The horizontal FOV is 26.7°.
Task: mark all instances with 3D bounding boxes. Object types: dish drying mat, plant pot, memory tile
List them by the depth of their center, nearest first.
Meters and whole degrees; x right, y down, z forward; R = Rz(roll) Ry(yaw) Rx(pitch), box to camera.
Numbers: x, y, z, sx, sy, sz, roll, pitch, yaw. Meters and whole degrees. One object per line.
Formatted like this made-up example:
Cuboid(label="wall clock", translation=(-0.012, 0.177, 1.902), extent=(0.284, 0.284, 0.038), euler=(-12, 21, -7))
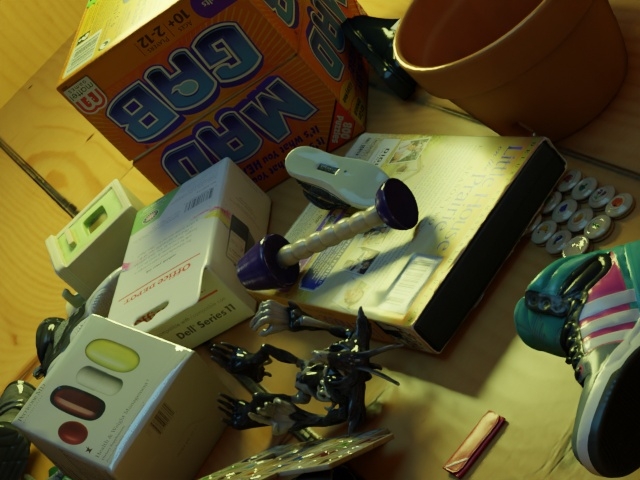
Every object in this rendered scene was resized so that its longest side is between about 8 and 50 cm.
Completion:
Cuboid(label="dish drying mat", translation=(0.168, 0.222, 1.477), extent=(0.083, 0.008, 0.032), euler=(-50, 28, -11))
Cuboid(label="memory tile", translation=(0.305, -0.031, 1.632), extent=(0.113, 0.012, 0.148), euler=(-46, 28, -3))
Cuboid(label="plant pot", translation=(0.270, -0.263, 1.785), extent=(0.291, 0.203, 0.291), euler=(-31, 32, 23))

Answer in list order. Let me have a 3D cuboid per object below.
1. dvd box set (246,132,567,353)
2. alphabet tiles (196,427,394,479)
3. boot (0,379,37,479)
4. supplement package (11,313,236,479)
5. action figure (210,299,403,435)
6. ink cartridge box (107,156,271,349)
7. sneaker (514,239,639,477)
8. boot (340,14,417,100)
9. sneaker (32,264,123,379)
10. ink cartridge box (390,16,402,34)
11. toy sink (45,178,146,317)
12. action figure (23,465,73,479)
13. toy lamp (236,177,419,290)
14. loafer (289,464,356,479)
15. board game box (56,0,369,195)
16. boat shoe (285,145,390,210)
Cuboid(label="dvd box set", translation=(0.102, -0.012, 1.809), extent=(0.308, 0.062, 0.420), euler=(-54, 28, -16))
Cuboid(label="alphabet tiles", translation=(-0.038, 0.258, 1.570), extent=(0.237, 0.009, 0.198), euler=(-17, -1, 41))
Cuboid(label="boot", translation=(-0.534, 0.392, 2.085), extent=(0.338, 0.118, 0.223), euler=(-52, 11, 6))
Cuboid(label="supplement package", translation=(-0.260, 0.235, 1.817), extent=(0.203, 0.149, 0.194), euler=(15, 61, 37))
Cuboid(label="action figure", translation=(-0.031, 0.165, 1.655), extent=(0.275, 0.141, 0.164), euler=(-20, 63, 46))
Cuboid(label="ink cartridge box", translation=(-0.200, 0.053, 2.070), extent=(0.207, 0.119, 0.353), euler=(-29, 31, 25))
Cuboid(label="sneaker", translation=(0.270, 0.110, 1.365), extent=(0.178, 0.124, 0.295), euler=(-6, 38, 43))
Cuboid(label="boot", translation=(0.157, -0.353, 2.170), extent=(0.207, 0.094, 0.246), euler=(-44, 35, 9))
Cuboid(label="sneaker", translation=(-0.380, 0.130, 2.219), extent=(0.153, 0.101, 0.269), euler=(13, 64, 55))
Cuboid(label="ink cartridge box", translation=(0.235, -0.320, 1.955), extent=(0.219, 0.160, 0.092), euler=(-44, 25, 0))
Cuboid(label="toy sink", translation=(-0.386, 0.030, 2.333), extent=(0.234, 0.131, 0.153), euler=(-44, 27, 2))
Cuboid(label="action figure", translation=(-0.340, 0.337, 1.941), extent=(0.232, 0.063, 0.137), euler=(-25, 31, 26))
Cuboid(label="toy lamp", translation=(0.000, 0.000, 1.781), extent=(0.274, 0.080, 0.080), euler=(-27, 32, 36))
Cuboid(label="loafer", translation=(0.041, 0.316, 1.384), extent=(0.130, 0.134, 0.366), euler=(-45, 27, -6))
Cuboid(label="board game box", translation=(-0.163, -0.317, 2.266), extent=(0.356, 0.356, 0.357), euler=(-30, 31, 25))
Cuboid(label="boat shoe", translation=(0.038, -0.071, 1.852), extent=(0.183, 0.083, 0.065), euler=(25, 71, 34))
